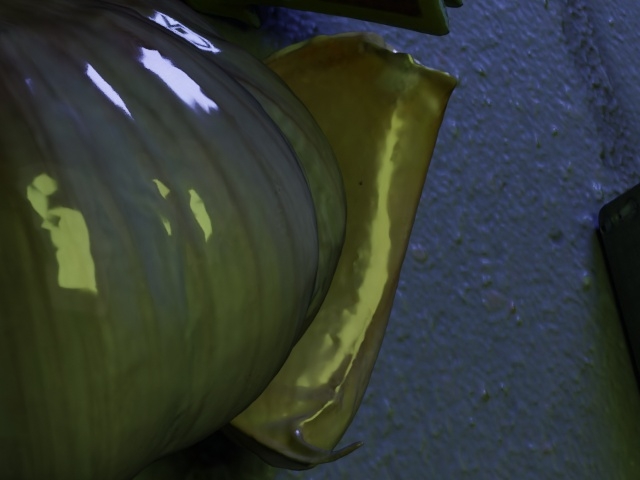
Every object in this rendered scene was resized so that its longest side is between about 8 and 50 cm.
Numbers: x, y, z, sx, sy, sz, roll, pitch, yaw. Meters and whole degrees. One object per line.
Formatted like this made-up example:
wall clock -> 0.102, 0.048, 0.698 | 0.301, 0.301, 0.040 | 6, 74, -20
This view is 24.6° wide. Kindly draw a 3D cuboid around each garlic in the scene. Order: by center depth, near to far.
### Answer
garlic -> -0.142, -0.008, 0.618 | 0.322, 0.241, 0.321 | 5, 51, -6
garlic -> -0.010, 0.007, 0.767 | 0.145, 0.164, 0.244 | 29, 62, -33

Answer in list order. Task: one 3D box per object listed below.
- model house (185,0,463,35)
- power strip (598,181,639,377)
model house -> 0.023, -0.284, 0.815 | 0.313, 0.358, 0.242 | 28, 53, -34
power strip -> 0.255, 0.095, 0.948 | 0.053, 0.093, 0.288 | 0, 68, -33
